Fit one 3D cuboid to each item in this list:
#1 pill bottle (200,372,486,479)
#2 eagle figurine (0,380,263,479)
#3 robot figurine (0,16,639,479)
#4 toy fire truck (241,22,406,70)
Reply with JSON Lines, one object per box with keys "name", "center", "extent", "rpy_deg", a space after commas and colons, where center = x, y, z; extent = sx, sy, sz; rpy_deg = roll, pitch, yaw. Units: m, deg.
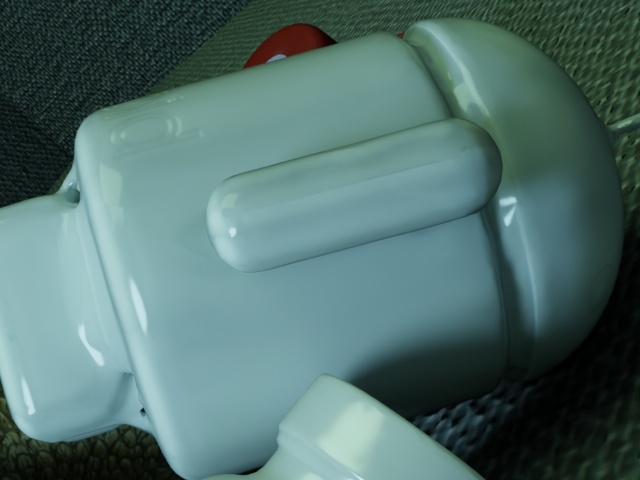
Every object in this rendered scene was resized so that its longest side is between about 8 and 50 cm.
{"name": "pill bottle", "center": [-0.033, 0.193, 0.490], "extent": [0.265, 0.153, 0.153], "rpy_deg": [-50, 17, -11]}
{"name": "eagle figurine", "center": [-0.164, 0.156, 0.699], "extent": [0.298, 0.226, 0.225], "rpy_deg": [-16, -22, 6]}
{"name": "robot figurine", "center": [0.006, 0.001, 0.632], "extent": [0.353, 0.200, 0.300], "rpy_deg": [-16, -4, -8]}
{"name": "toy fire truck", "center": [0.000, 0.000, 0.897], "extent": [0.302, 0.169, 0.254], "rpy_deg": [-43, 41, 17]}
